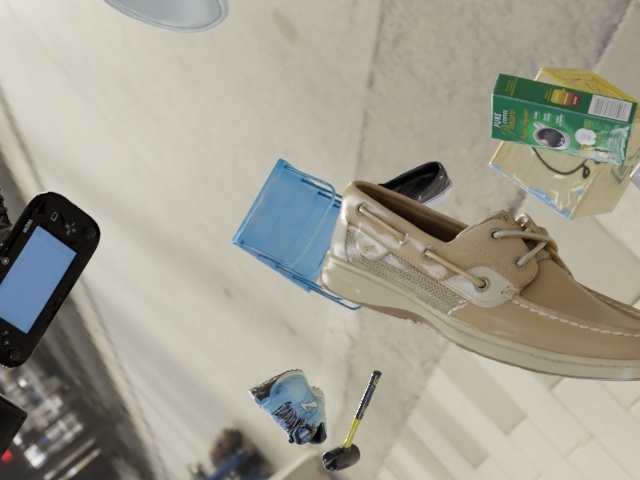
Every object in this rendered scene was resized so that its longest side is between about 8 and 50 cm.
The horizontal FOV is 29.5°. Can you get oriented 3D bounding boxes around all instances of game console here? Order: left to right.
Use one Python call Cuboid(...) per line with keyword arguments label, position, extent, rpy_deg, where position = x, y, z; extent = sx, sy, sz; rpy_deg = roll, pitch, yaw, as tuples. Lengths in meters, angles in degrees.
Cuboid(label="game console", position=(-0.376, 0.104, 1.354), extent=(0.044, 0.361, 0.213), rpy_deg=(15, 159, 39))

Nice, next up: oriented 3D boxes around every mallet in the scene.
Cuboid(label="mallet", position=(0.064, 0.289, 1.953), extent=(0.039, 0.189, 0.062), rpy_deg=(36, -160, 32))

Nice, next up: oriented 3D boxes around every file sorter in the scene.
Cuboid(label="file sorter", position=(0.000, 0.000, 1.487), extent=(0.104, 0.118, 0.170), rpy_deg=(26, 174, 38))

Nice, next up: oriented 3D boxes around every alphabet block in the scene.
Cuboid(label="alphabet block", position=(0.447, -0.171, 2.106), extent=(0.192, 0.193, 0.197), rpy_deg=(37, 117, 25))

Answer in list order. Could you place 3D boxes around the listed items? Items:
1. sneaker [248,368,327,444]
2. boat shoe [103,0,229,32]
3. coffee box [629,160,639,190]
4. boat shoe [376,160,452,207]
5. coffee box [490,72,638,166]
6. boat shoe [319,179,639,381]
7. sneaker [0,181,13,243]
Cuboid(label="sneaker", position=(-0.028, 0.203, 1.442), extent=(0.162, 0.063, 0.073), rpy_deg=(37, -151, -58))
Cuboid(label="boat shoe", position=(-0.192, -0.293, 1.072), extent=(0.302, 0.114, 0.091), rpy_deg=(36, -137, -45))
Cuboid(label="coffee box", position=(0.360, -0.034, 0.853), extent=(0.141, 0.247, 0.098), rpy_deg=(54, 130, 36))
Cuboid(label="boat shoe", position=(0.113, -0.065, 2.030), extent=(0.076, 0.229, 0.080), rpy_deg=(69, 177, -53))
Cuboid(label="coffee box", position=(0.315, -0.157, 1.586), extent=(0.184, 0.040, 0.113), rpy_deg=(14, 157, 15))
Cuboid(label="boat shoe", position=(0.145, 0.030, 1.032), extent=(0.341, 0.110, 0.122), rpy_deg=(18, -167, 33))
Cuboid(label="sneaker", position=(-0.438, -0.045, 1.502), extent=(0.267, 0.106, 0.101), rpy_deg=(53, -154, -2))
